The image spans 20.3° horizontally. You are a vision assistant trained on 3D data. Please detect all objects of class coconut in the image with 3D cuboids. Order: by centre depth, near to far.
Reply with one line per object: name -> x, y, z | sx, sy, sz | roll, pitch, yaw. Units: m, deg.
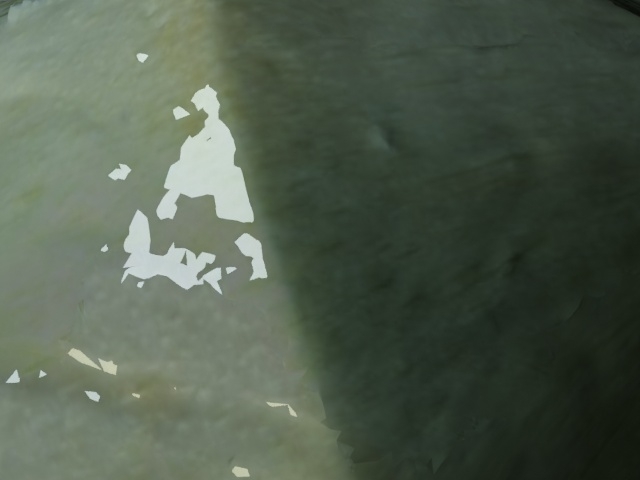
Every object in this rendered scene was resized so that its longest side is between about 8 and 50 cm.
coconut -> 0.011, 0.028, 0.687 | 0.345, 0.415, 0.415 | 61, 171, -16
